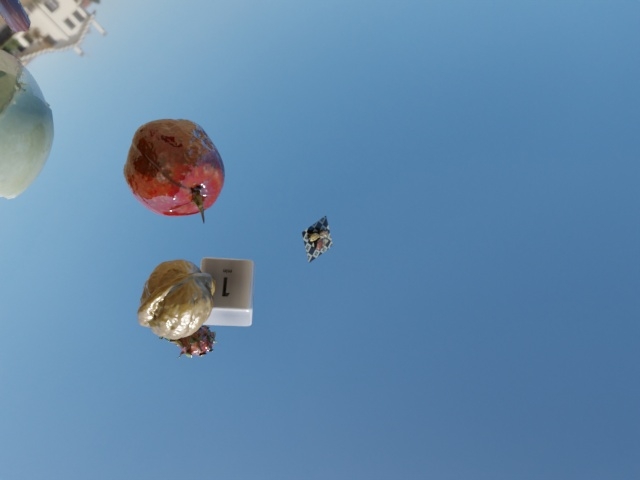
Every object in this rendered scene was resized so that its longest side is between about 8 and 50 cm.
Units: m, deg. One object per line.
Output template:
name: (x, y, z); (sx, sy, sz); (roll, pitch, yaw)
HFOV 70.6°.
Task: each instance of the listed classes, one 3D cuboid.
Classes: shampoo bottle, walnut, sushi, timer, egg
shampoo bottle: (-0.857, -0.656, 1.218); (0.236, 0.068, 0.067); (140, -36, -75)
walnut: (-0.439, 0.176, 1.383); (0.257, 0.257, 0.225); (-36, -111, 7)
sushi: (0.000, 0.000, 1.486); (0.026, 0.126, 0.120); (20, -135, 40)
timer: (-0.339, 0.189, 1.638); (0.194, 0.192, 0.195); (3, -118, -8)
egg: (-0.718, -0.255, 0.952); (0.278, 0.278, 0.337); (-3, -105, 38)

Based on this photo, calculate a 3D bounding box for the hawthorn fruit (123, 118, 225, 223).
hawthorn fruit: (-0.368, -0.186, 1.159); (0.261, 0.258, 0.258); (16, -115, 46)

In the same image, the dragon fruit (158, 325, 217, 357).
dragon fruit: (-0.554, 0.422, 1.892); (0.235, 0.135, 0.137); (-3, -106, -15)
